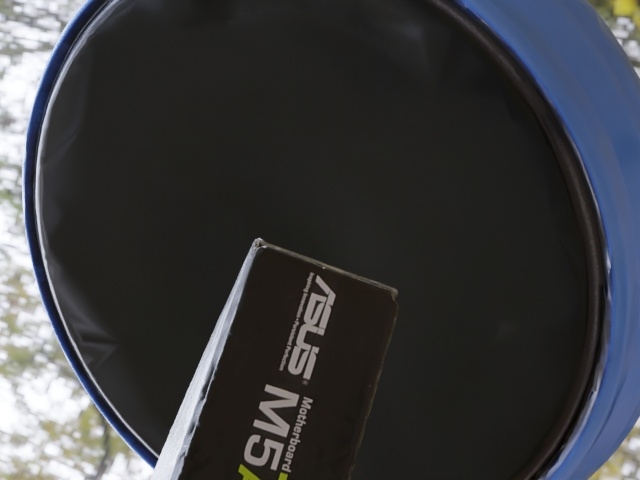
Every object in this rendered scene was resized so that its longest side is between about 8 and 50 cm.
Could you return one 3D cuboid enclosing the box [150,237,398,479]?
[{"bbox_3d":[-0.042,0.121,0.399,0.184,0.045,0.191,112,176,-62],"label":"box"}]

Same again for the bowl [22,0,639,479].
[{"bbox_3d":[0.000,0.000,0.863,0.077,0.391,0.391,-34,-53,-57],"label":"bowl"}]
